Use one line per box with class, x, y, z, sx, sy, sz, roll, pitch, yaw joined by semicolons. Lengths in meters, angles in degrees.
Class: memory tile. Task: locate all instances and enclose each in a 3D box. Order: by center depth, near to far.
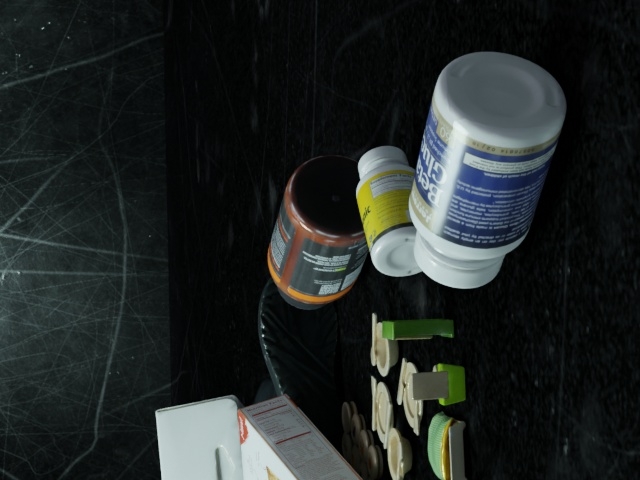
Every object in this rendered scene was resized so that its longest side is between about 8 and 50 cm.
memory tile;0.044;0.253;1.685;0.148;0.012;0.113;-123;33;-67

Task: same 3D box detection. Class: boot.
boot;-0.042;0.165;1.863;0.207;0.094;0.246;148;112;-71

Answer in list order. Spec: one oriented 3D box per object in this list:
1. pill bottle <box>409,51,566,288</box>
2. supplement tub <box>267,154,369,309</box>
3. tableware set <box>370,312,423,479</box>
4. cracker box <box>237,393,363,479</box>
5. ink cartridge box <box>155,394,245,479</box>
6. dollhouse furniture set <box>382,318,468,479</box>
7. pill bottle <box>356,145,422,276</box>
pill bottle;0.116;-0.046;1.114;0.169;0.094;0.094;100;162;-45
supplement tub;0.000;0.000;1.622;0.198;0.106;0.106;110;154;-59
tableware set;0.072;0.164;1.525;0.168;0.020;0.141;-116;27;-62
cracker box;-0.012;0.294;1.656;0.232;0.067;0.155;42;142;53
ink cartridge box;-0.121;0.342;2.015;0.273;0.114;0.197;65;-165;-64
dollhouse furniture set;0.091;0.146;1.348;0.076;0.059;0.151;179;89;-78
pill bottle;0.069;-0.030;1.400;0.065;0.065;0.116;102;162;-49
